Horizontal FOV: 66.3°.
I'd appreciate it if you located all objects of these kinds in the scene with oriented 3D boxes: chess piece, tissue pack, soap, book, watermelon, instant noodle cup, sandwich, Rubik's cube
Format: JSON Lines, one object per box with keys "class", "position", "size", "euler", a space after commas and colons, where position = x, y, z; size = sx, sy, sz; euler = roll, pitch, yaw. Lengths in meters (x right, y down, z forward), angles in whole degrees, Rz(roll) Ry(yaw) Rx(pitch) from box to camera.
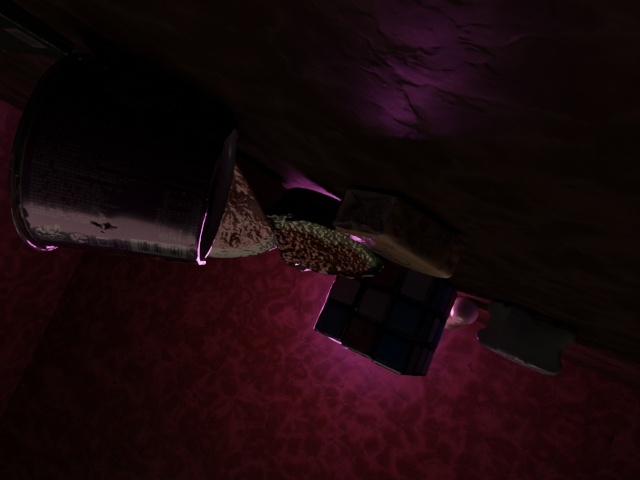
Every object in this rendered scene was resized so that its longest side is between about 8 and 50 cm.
{"class": "chess piece", "position": [0.547, 0.281, 1.942], "size": [0.144, 0.144, 0.251], "euler": [24, 169, 2]}
{"class": "tissue pack", "position": [0.142, -0.012, 0.886], "size": [0.196, 0.092, 0.148], "euler": [27, 174, -33]}
{"class": "soap", "position": [0.662, 0.324, 1.610], "size": [0.261, 0.156, 0.446], "euler": [22, 176, 24]}
{"class": "book", "position": [-0.594, -0.393, 0.722], "size": [0.260, 0.043, 0.371], "euler": [19, 174, 35]}
{"class": "watermelon", "position": [-0.217, -0.069, 1.159], "size": [0.283, 0.250, 0.292], "euler": [18, 178, 17]}
{"class": "instant noodle cup", "position": [-0.294, -0.114, 0.824], "size": [0.265, 0.340, 0.340], "euler": [13, 176, -6]}
{"class": "sandwich", "position": [0.013, -0.003, 1.108], "size": [0.292, 0.109, 0.212], "euler": [13, 140, -4]}
{"class": "Rubik's cube", "position": [0.239, 0.252, 1.718], "size": [0.358, 0.363, 0.362], "euler": [18, 169, 26]}
